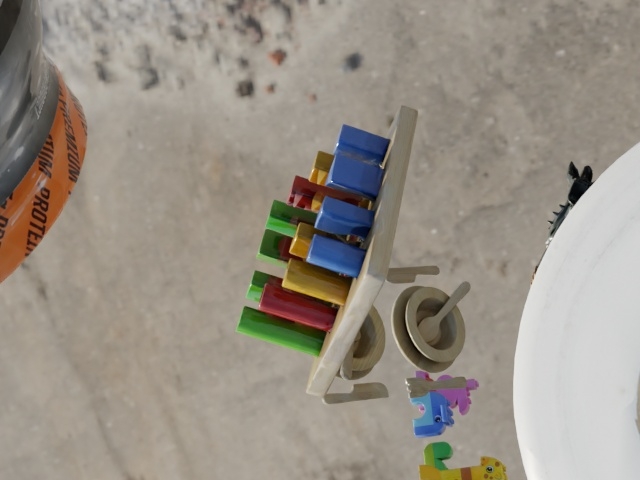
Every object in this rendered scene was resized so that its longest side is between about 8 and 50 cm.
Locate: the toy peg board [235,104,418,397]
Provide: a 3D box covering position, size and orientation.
[{"bbox_3d":[0.000,0.000,0.921,0.160,0.079,0.161,113,172,-50],"label":"toy peg board"}]

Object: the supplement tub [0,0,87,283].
[{"bbox_3d":[-0.233,-0.108,0.448,0.194,0.193,0.316,28,162,45],"label":"supplement tub"}]

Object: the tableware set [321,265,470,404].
[{"bbox_3d":[0.070,0.082,1.184,0.039,0.194,0.128,-27,71,46],"label":"tableware set"}]

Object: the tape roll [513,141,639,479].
[{"bbox_3d":[0.225,0.062,0.520,0.246,0.169,0.246,2,93,38],"label":"tape roll"}]

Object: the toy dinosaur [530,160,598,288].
[{"bbox_3d":[0.353,0.042,1.684,0.164,0.322,0.218,24,120,-6],"label":"toy dinosaur"}]

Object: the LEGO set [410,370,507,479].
[{"bbox_3d":[0.159,0.242,1.404,0.087,0.093,0.227,52,-149,-67],"label":"LEGO set"}]
